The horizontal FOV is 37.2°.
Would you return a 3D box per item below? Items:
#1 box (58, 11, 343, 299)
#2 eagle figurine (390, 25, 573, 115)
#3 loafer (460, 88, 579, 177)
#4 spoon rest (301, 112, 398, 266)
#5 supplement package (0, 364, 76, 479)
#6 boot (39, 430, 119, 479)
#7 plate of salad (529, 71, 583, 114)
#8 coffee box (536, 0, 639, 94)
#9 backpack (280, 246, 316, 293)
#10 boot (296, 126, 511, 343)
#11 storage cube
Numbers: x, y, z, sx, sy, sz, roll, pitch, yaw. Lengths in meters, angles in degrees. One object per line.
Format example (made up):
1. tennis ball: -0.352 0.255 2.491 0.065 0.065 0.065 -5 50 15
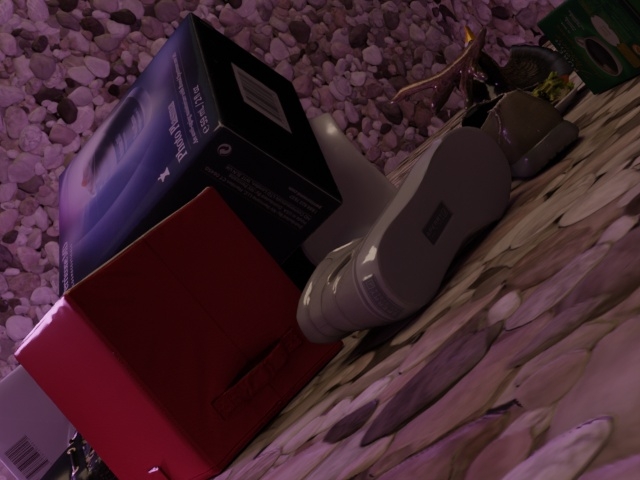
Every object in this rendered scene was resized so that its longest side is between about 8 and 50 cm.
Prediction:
1. box: -0.162 -0.061 1.134 0.294 0.183 0.296 -47 34 19
2. eagle figurine: 0.294 -0.264 1.619 0.226 0.225 0.298 10 -2 33
3. loafer: 0.197 -0.117 1.009 0.094 0.087 0.251 -40 3 -5
4. spoon rest: 0.023 -0.063 1.152 0.137 0.276 0.084 -17 -42 -5
5. supplement package: -0.337 0.237 1.356 0.198 0.199 0.263 -40 3 -4
6. boot: -0.299 0.290 1.091 0.178 0.085 0.236 -42 10 -21
7. plate of salad: 0.262 -0.158 1.255 0.200 0.048 0.200 -39 3 3
8. coffee box: 0.309 -0.226 1.023 0.040 0.113 0.184 -41 1 -6
9. backpack: -0.043 0.013 1.326 0.225 0.191 0.253 -42 -2 -18
10. boot: 0.070 -0.008 0.840 0.123 0.095 0.258 -28 11 44
11. storage cube: -0.135 0.102 0.880 0.184 0.193 0.215 -42 4 -37
